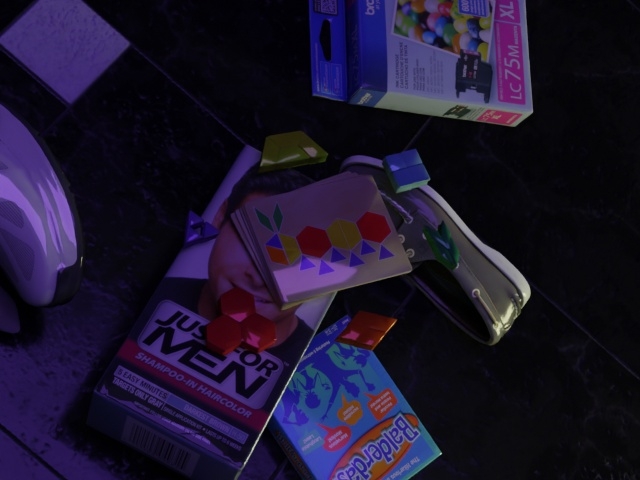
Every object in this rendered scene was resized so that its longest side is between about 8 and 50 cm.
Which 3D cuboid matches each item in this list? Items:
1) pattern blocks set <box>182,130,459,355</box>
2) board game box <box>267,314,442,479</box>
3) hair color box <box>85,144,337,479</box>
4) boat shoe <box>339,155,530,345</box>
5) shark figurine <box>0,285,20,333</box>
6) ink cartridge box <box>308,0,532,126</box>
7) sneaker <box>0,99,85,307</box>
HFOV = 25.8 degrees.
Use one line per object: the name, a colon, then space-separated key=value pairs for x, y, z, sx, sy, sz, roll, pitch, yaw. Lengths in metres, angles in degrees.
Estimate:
pattern blocks set: x=0.000 y=0.000 z=1.628 sx=0.325 sy=0.026 sz=0.285 roll=-6 pitch=65 yaw=-18
board game box: x=0.026 y=0.221 z=1.711 sx=0.160 sy=0.047 sz=0.210 roll=-33 pitch=87 yaw=-26
hair color box: x=-0.099 y=0.088 z=1.636 sx=0.185 sy=0.113 sz=0.374 roll=28 pitch=59 yaw=1
boat shoe: x=0.134 y=0.012 z=1.789 sx=0.305 sy=0.109 sz=0.091 roll=40 pitch=59 yaw=-9
shark figurine: x=-0.481 y=0.041 z=1.543 sx=0.278 sy=0.116 sz=0.166 roll=-10 pitch=75 yaw=-25
ink cartridge box: x=0.138 y=-0.267 z=1.911 sx=0.311 sy=0.065 sz=0.185 roll=5 pitch=71 yaw=-18
sneaker: x=-0.461 y=-0.088 z=1.533 sx=0.257 sy=0.169 sz=0.447 roll=-26 pitch=79 yaw=-39
